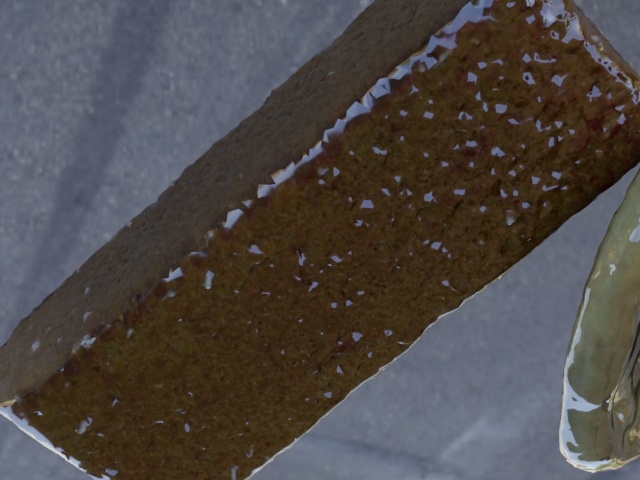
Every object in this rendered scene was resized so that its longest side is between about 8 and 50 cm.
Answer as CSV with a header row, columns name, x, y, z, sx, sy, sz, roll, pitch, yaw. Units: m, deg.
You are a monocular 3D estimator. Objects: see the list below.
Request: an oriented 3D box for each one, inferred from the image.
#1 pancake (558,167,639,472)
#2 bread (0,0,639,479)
name,x,y,z,sx,sy,sz,roll,pitch,yaw
pancake,0.232,0.018,0.880,0.049,0.294,0.294,26,153,24
bread,0.000,0.000,0.843,0.416,0.113,0.165,-40,114,13
